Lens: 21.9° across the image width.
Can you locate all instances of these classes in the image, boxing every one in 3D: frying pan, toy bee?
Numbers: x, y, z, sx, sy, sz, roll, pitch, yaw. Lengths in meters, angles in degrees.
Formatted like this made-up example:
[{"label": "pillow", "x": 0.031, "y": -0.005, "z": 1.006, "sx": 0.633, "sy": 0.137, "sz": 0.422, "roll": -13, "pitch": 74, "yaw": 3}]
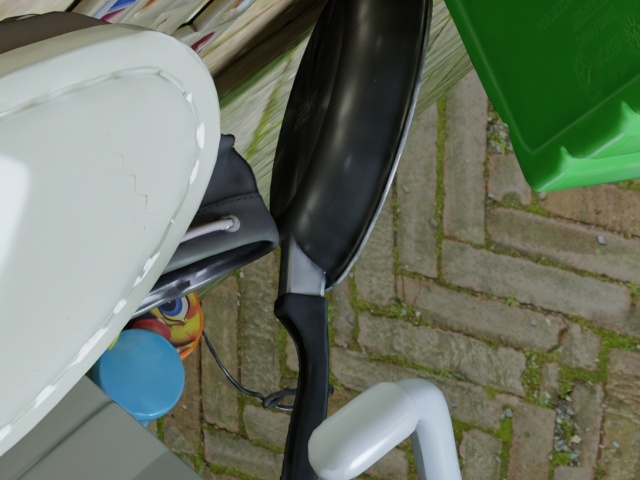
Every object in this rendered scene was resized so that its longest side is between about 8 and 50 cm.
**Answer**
[{"label": "frying pan", "x": -0.004, "y": -0.008, "z": 0.934, "sx": 0.197, "sy": 0.053, "sz": 0.326, "roll": -130, "pitch": -123, "yaw": -76}, {"label": "toy bee", "x": -0.161, "y": 0.078, "z": 1.292, "sx": 0.195, "sy": 0.162, "sz": 0.298, "roll": -30, "pitch": 159, "yaw": 36}]

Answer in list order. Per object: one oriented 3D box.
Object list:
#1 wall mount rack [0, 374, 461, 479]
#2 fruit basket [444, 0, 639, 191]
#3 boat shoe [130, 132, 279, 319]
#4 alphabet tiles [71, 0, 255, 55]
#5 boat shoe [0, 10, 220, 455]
[{"label": "wall mount rack", "x": -0.137, "y": 0.107, "z": 0.490, "sx": 0.304, "sy": 0.350, "sz": 0.130, "roll": -41, "pitch": 143, "yaw": -20}, {"label": "fruit basket", "x": 0.264, "y": -0.170, "z": 0.731, "sx": 0.392, "sy": 0.282, "sz": 0.392, "roll": -24, "pitch": 175, "yaw": -2}, {"label": "boat shoe", "x": -0.157, "y": 0.047, "z": 0.823, "sx": 0.335, "sy": 0.095, "sz": 0.112, "roll": -38, "pitch": 178, "yaw": -27}, {"label": "alphabet tiles", "x": -0.029, "y": -0.118, "z": 0.640, "sx": 0.237, "sy": 0.009, "sz": 0.198, "roll": -40, "pitch": 178, "yaw": 31}, {"label": "boat shoe", "x": -0.167, "y": 0.040, "z": 0.402, "sx": 0.324, "sy": 0.097, "sz": 0.116, "roll": -42, "pitch": 139, "yaw": -19}]
